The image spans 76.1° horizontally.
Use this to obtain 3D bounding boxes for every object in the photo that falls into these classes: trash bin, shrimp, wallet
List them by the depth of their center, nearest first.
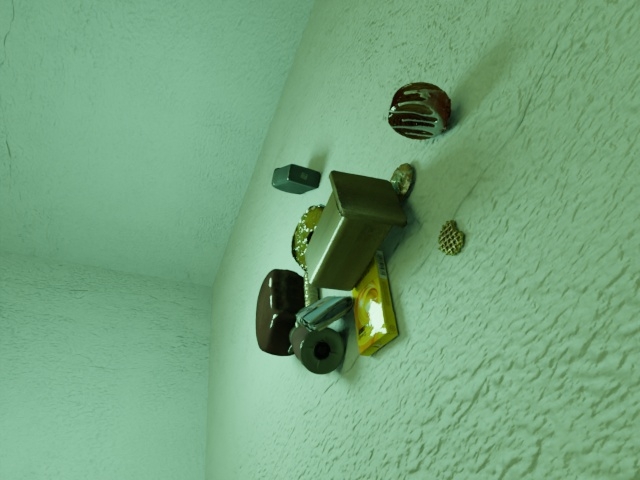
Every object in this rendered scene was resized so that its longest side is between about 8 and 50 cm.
[{"bbox_3d":[0.219,-0.135,1.178,0.091,0.043,0.184,34,108,63],"label":"shrimp"},{"bbox_3d":[0.008,0.231,1.307,0.069,0.170,0.231,63,166,-1],"label":"wallet"},{"bbox_3d":[-0.120,-0.286,1.915,0.236,0.176,0.101,0,77,63],"label":"trash bin"}]

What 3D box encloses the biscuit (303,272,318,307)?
[{"bbox_3d":[-0.035,0.219,1.560,0.055,0.061,0.219,-22,46,18],"label":"biscuit"}]

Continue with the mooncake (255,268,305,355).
[{"bbox_3d":[-0.150,0.280,1.642,0.326,0.174,0.334,-134,58,-67],"label":"mooncake"}]

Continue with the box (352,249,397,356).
[{"bbox_3d":[0.145,0.175,1.173,0.152,0.043,0.269,124,151,-45],"label":"box"}]

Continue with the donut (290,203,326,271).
[{"bbox_3d":[0.000,0.000,1.506,0.272,0.107,0.272,-26,56,47],"label":"donut"}]

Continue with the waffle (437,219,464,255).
[{"bbox_3d":[0.300,-0.004,0.941,0.085,0.016,0.078,-122,46,-61],"label":"waffle"}]

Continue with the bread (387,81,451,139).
[{"bbox_3d":[0.254,-0.329,1.052,0.160,0.160,0.073,-25,41,63],"label":"bread"}]

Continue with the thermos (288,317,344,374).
[{"bbox_3d":[-0.031,0.358,1.382,0.265,0.146,0.176,169,88,-71],"label":"thermos"}]

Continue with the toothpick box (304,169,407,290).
[{"bbox_3d":[0.077,-0.014,1.170,0.187,0.190,0.308,-104,30,-45],"label":"toothpick box"}]
